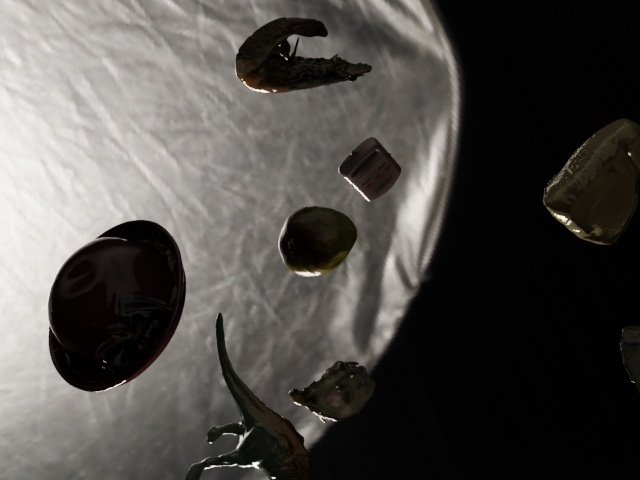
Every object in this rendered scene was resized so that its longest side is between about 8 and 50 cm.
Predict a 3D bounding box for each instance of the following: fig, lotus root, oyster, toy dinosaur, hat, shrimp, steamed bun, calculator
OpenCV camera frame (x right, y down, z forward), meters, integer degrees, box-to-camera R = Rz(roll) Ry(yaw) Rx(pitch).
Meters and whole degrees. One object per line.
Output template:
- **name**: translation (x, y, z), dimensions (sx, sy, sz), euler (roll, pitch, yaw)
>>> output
- **fig**: translation (-0.007, 0.000, 1.965), dimensions (0.152, 0.136, 0.120), euler (-8, 176, 17)
- **lotus root**: translation (0.629, 0.230, 1.898), dimensions (0.078, 0.183, 0.203), euler (-29, 167, 29)
- **oyster**: translation (0.021, 0.341, 2.367), dimensions (0.191, 0.081, 0.163), euler (10, 107, -24)
- **toy dinosaur**: translation (-0.116, 0.311, 1.656), dimensions (0.205, 0.393, 0.092), euler (-11, 170, 24)
- **hat**: translation (-0.231, 0.061, 1.098), dimensions (0.205, 0.206, 0.089), euler (-30, 137, 22)
- **shrimp**: translation (-0.021, -0.304, 1.719), dimensions (0.250, 0.052, 0.144), euler (-8, 138, -29)
- **steamed bun**: translation (0.482, -0.112, 1.802), dimensions (0.231, 0.110, 0.212), euler (27, 97, -52)
- **calculator**: translation (0.098, -0.140, 2.041), dimensions (0.100, 0.032, 0.175), euler (-45, 148, 4)
